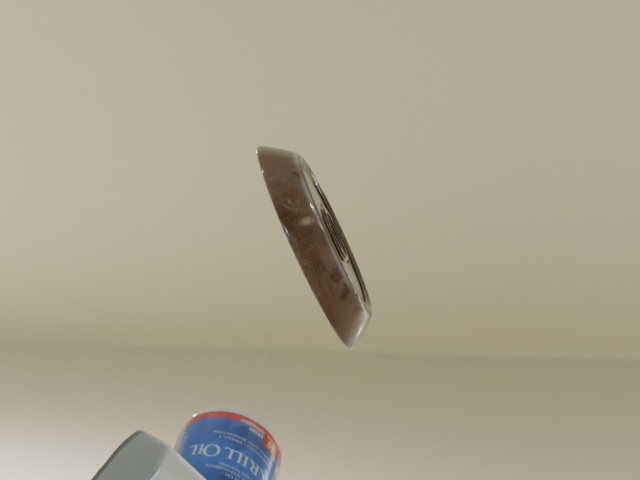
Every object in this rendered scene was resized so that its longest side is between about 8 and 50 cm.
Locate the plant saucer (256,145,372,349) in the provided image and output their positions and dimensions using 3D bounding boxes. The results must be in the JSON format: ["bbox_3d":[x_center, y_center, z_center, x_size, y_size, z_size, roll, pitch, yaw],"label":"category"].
[{"bbox_3d":[0.000,0.000,1.149,0.029,0.168,0.168,-25,-61,5],"label":"plant saucer"}]

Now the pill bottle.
[{"bbox_3d":[-0.122,0.298,1.678,0.124,0.221,0.124,6,-53,8],"label":"pill bottle"}]

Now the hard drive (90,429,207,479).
[{"bbox_3d":[-0.069,0.301,0.900,0.233,0.047,0.353,-51,-52,-15],"label":"hard drive"}]
